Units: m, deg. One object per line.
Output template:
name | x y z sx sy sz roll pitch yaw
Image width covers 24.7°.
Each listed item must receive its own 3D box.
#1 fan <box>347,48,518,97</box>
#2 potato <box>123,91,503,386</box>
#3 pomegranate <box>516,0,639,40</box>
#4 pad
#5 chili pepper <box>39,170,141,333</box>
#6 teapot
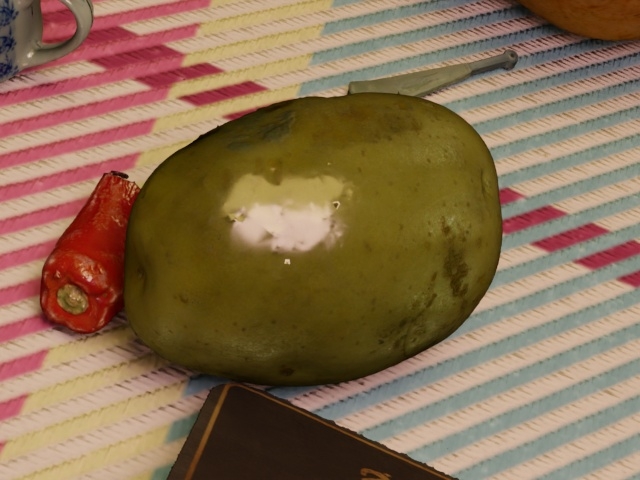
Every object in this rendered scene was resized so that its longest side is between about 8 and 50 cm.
fan | 0.108 -0.148 1.356 0.193 0.016 0.038 -18 66 -29
potato | 0.002 -0.001 1.085 0.304 0.216 0.216 -11 60 -37
pomegranate | 0.317 -0.377 1.367 0.416 0.417 0.417 10 53 -14
pad | 0.098 0.170 0.982 0.375 0.063 0.315 25 14 -2
chili pepper | -0.166 0.012 1.103 0.070 0.073 0.123 -3 39 31
teapot | -0.290 -0.212 1.166 0.232 0.159 0.159 27 51 0
